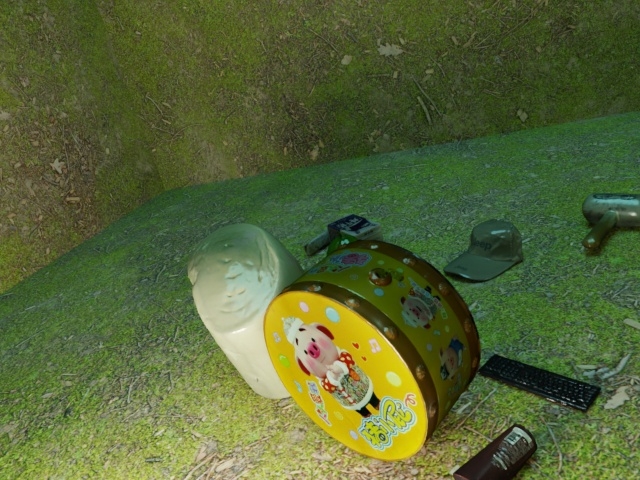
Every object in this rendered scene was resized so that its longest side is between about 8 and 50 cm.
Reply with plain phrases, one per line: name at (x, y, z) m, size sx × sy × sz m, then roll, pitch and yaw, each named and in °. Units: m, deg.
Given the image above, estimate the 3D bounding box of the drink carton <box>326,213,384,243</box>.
drink carton at (0.140, -0.024, 2.105) m, size 0.134 × 0.101 × 0.222 m, roll -22°, pitch 24°, yaw -24°

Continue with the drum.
drum at (0.096, 0.227, 1.081) m, size 0.431 × 0.430 × 0.214 m, roll 6°, pitch 29°, yaw 42°

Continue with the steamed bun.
steamed bun at (-0.160, 0.157, 1.394) m, size 0.290 × 0.371 × 0.456 m, roll -30°, pitch 38°, yaw -8°

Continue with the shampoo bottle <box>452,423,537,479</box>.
shampoo bottle at (0.299, 0.424, 0.931) m, size 0.236 × 0.067 × 0.068 m, roll -27°, pitch 15°, yaw -28°

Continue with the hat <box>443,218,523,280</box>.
hat at (0.526, 0.024, 1.698) m, size 0.245 × 0.149 × 0.214 m, roll -16°, pitch 18°, yaw -35°

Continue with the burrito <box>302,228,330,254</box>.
burrito at (0.000, 0.001, 2.183) m, size 0.064 × 0.064 × 0.203 m, roll 3°, pitch 25°, yaw 38°

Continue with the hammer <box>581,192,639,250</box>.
hammer at (0.925, -0.055, 1.673) m, size 0.202 × 0.113 × 0.305 m, roll 4°, pitch 33°, yaw 46°

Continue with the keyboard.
keyboard at (0.479, 0.312, 1.155) m, size 0.087 × 0.017 × 0.251 m, roll -28°, pitch 26°, yaw -34°

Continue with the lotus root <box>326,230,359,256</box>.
lotus root at (0.092, 0.043, 1.872) m, size 0.186 × 0.186 × 0.186 m, roll -13°, pitch 21°, yaw 5°
